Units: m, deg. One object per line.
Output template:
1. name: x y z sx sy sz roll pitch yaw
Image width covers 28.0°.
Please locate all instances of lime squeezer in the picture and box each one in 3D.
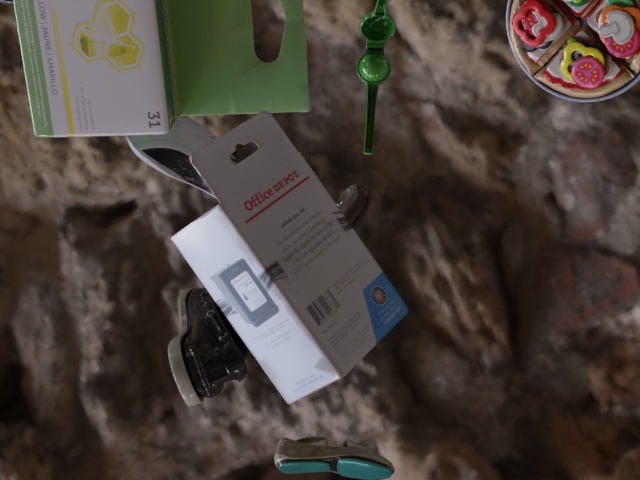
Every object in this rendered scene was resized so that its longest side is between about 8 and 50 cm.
1. lime squeezer: 0.095 -0.298 2.054 0.110 0.059 0.310 -127 40 -62

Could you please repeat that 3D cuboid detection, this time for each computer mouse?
1. computer mouse: -0.093 -0.070 1.196 0.193 0.042 0.106 27 -151 -30

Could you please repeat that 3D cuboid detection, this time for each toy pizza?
1. toy pizza: 0.319 -0.267 1.579 0.032 0.201 0.201 -31 -83 -54

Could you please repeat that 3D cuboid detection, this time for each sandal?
1. sandal: 0.000 0.000 1.589 0.060 0.090 0.219 39 -127 -15

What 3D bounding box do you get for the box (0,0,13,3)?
1. box: -0.361 -0.392 1.968 0.261 0.184 0.103 -10 -68 -68

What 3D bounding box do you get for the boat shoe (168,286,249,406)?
1. boat shoe: -0.143 0.134 1.867 0.340 0.113 0.127 -82 -29 -80

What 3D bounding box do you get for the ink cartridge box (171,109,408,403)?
1. ink cartridge box: -0.029 0.009 0.904 0.180 0.060 0.104 55 -140 -3

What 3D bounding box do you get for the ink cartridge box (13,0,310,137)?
1. ink cartridge box: -0.133 -0.176 1.081 0.056 0.235 0.171 -72 -20 -66

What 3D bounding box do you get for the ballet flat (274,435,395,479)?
1. ballet flat: 0.020 0.296 1.783 0.057 0.168 0.052 96 178 -51
